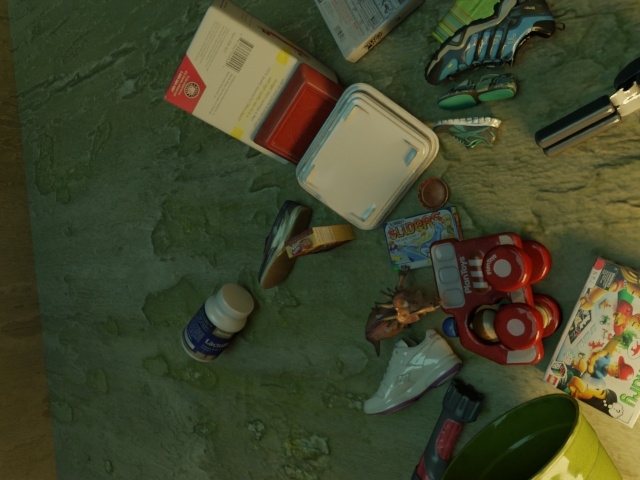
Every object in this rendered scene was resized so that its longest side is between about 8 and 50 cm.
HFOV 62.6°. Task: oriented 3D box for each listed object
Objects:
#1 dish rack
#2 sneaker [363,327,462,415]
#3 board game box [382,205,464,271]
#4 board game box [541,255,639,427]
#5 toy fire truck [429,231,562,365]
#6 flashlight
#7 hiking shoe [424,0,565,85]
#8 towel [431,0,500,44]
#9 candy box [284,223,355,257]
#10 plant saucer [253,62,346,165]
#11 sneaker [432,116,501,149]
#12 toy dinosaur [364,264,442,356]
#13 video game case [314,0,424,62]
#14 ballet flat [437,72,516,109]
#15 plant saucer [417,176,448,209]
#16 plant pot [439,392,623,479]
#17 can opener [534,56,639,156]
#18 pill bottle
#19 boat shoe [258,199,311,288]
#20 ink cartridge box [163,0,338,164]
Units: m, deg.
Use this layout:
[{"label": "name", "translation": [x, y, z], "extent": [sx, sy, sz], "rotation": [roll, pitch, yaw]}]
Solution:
[{"label": "dish rack", "translation": [0.108, -0.200, 1.365], "extent": [0.285, 0.072, 0.333], "rotation": [35, 118, -2]}, {"label": "sneaker", "translation": [0.223, 0.350, 1.390], "extent": [0.305, 0.114, 0.152], "rotation": [-41, 63, 22]}, {"label": "board game box", "translation": [0.267, -0.001, 1.360], "extent": [0.201, 0.035, 0.136], "rotation": [-15, 85, 36]}, {"label": "board game box", "translation": [0.622, 0.210, 1.110], "extent": [0.192, 0.053, 0.306], "rotation": [26, 108, 31]}, {"label": "toy fire truck", "translation": [0.388, 0.131, 1.207], "extent": [0.253, 0.169, 0.303], "rotation": [-13, 86, 41]}, {"label": "flashlight", "translation": [0.323, 0.511, 1.327], "extent": [0.103, 0.103, 0.304], "rotation": [21, 106, 4]}, {"label": "hiking shoe", "translation": [0.376, -0.434, 1.190], "extent": [0.304, 0.113, 0.132], "rotation": [-33, 87, 32]}, {"label": "towel", "translation": [0.376, -0.557, 1.247], "extent": [0.102, 0.021, 0.237], "rotation": [49, 118, 16]}, {"label": "candy box", "translation": [0.000, 0.000, 1.459], "extent": [0.109, 0.186, 0.053], "rotation": [-26, 78, 35]}, {"label": "plant saucer", "translation": [-0.010, -0.298, 1.416], "extent": [0.258, 0.258, 0.048], "rotation": [-52, 26, 27]}, {"label": "sneaker", "translation": [0.347, -0.257, 1.267], "extent": [0.166, 0.065, 0.076], "rotation": [7, 102, 37]}, {"label": "toy dinosaur", "translation": [0.176, 0.193, 1.322], "extent": [0.127, 0.200, 0.296], "rotation": [40, 119, 8]}, {"label": "video game case", "translation": [0.111, -0.662, 1.401], "extent": [0.244, 0.061, 0.270], "rotation": [-34, 75, 34]}, {"label": "ballet flat", "translation": [0.370, -0.356, 1.249], "extent": [0.188, 0.070, 0.070], "rotation": [-1, 94, 34]}, {"label": "plant saucer", "translation": [0.288, -0.120, 1.348], "extent": [0.083, 0.013, 0.084], "rotation": [3, 95, 36]}, {"label": "plant pot", "translation": [0.491, 0.576, 1.082], "extent": [0.366, 0.366, 0.353], "rotation": [-43, 81, 30]}, {"label": "can opener", "translation": [0.587, -0.275, 1.097], "extent": [0.280, 0.074, 0.093], "rotation": [-33, 41, 31]}, {"label": "pill bottle", "translation": [-0.340, 0.270, 1.748], "extent": [0.153, 0.153, 0.265], "rotation": [52, 121, 21]}, {"label": "boat shoe", "translation": [-0.123, 0.011, 1.607], "extent": [0.092, 0.102, 0.286], "rotation": [36, 110, 34]}, {"label": "ink cartridge box", "translation": [-0.182, -0.427, 1.438], "extent": [0.279, 0.384, 0.161], "rotation": [-51, 24, 28]}]
